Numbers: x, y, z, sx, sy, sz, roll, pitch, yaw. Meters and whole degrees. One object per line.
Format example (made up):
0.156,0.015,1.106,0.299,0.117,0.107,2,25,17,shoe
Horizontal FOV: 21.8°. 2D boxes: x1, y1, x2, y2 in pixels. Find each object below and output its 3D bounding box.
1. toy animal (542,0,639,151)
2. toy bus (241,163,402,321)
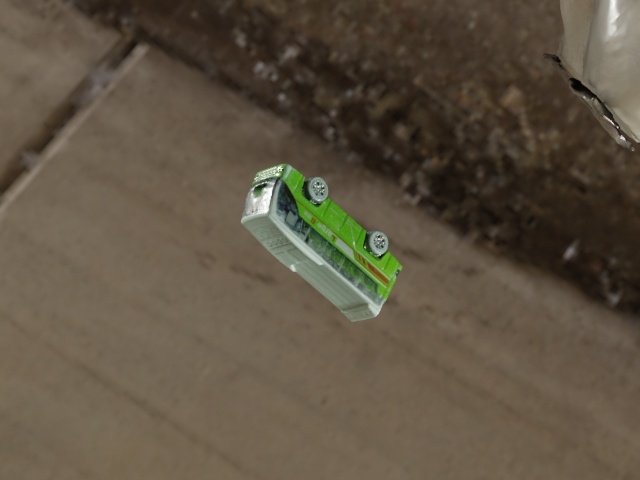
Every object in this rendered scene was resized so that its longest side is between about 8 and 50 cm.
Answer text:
0.285,-0.139,1.321,0.208,0.154,0.325,40,-169,-29,toy animal
0.000,0.000,0.793,0.083,0.037,0.031,41,149,-25,toy bus
